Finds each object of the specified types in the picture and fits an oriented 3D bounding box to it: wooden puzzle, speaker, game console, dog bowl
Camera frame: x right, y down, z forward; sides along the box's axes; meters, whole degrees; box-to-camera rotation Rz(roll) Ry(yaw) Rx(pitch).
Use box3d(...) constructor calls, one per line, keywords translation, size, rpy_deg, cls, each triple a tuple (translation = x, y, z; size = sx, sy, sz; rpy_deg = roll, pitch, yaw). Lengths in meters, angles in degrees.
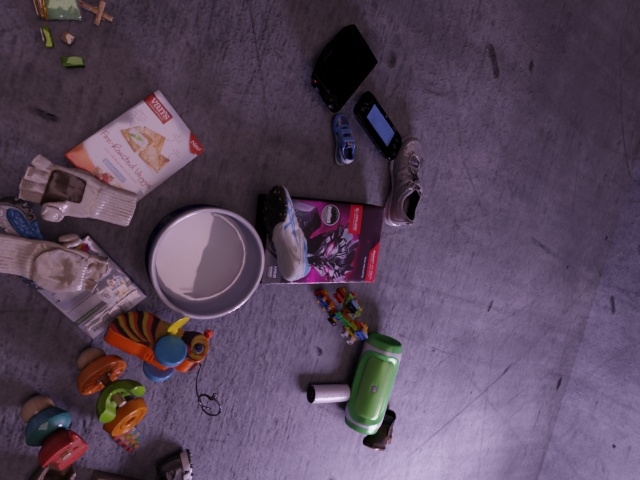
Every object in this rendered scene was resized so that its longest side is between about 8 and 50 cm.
box3d(translation=(-0.476, 0.487, 1.007), size=(0.049, 0.006, 0.083), rpy_deg=(-37, 116, -19), cls="wooden puzzle")
box3d(translation=(0.025, 0.479, 1.273), size=(0.136, 0.055, 0.055), rpy_deg=(10, 95, -32), cls="speaker")
box3d(translation=(0.127, -0.390, 1.133), size=(0.361, 0.044, 0.213), rpy_deg=(47, 65, -29), cls="game console")
box3d(translation=(-0.276, 0.047, 0.974), size=(0.265, 0.104, 0.265), rpy_deg=(-7, 104, -30), cls="dog bowl")
box3d(translation=(0.170, 0.459, 1.314), size=(0.131, 0.131, 0.297), rpy_deg=(14, 93, -32), cls="speaker")

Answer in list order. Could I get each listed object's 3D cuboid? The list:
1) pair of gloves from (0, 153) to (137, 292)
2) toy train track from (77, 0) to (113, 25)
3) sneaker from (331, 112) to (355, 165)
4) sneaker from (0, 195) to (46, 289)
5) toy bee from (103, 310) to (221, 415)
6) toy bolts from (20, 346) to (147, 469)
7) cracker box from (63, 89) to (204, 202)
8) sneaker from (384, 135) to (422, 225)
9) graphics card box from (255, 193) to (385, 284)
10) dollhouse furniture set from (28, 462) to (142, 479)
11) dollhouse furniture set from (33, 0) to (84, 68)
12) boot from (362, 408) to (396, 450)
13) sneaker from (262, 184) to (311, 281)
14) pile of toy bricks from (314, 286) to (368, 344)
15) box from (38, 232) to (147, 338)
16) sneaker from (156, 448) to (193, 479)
box3d(translation=(-0.490, -0.020, 0.780), size=(0.204, 0.042, 0.240), rpy_deg=(27, 83, -35), cls="pair of gloves")
box3d(translation=(-0.460, -0.463, 0.812), size=(0.083, 0.014, 0.048), rpy_deg=(20, 97, -26), cls="toy train track")
box3d(translation=(0.069, -0.283, 1.135), size=(0.053, 0.059, 0.144), rpy_deg=(-14, 105, -26), cls="sneaker")
box3d(translation=(-0.573, 0.004, 0.801), size=(0.071, 0.083, 0.191), rpy_deg=(-22, 108, -34), cls="sneaker")
box3d(translation=(-0.340, 0.257, 0.957), size=(0.298, 0.195, 0.162), rpy_deg=(57, 29, -17), cls="toy bee")
box3d(translation=(-0.528, 0.368, 0.908), size=(0.228, 0.158, 0.218), rpy_deg=(-37, 157, -30), cls="toy bolts")
box3d(translation=(-0.393, -0.191, 0.876), size=(0.232, 0.067, 0.156), rpy_deg=(-44, 119, -16), cls="cracker box")
box3d(translation=(0.278, -0.177, 1.247), size=(0.105, 0.115, 0.281), rpy_deg=(1, 100, -31), cls="sneaker")
box3d(translation=(0.000, 0.000, 1.134), size=(0.371, 0.094, 0.233), rpy_deg=(3, 100, -29), cls="graphics card box")
box3d(translation=(-0.483, 0.649, 0.844), size=(0.286, 0.303, 0.198), rpy_deg=(37, 69, -31), cls="dollhouse furniture set")
box3d(translation=(-0.492, -0.410, 0.770), size=(0.076, 0.058, 0.152), rpy_deg=(-12, 110, -23), cls="dollhouse furniture set")
box3d(translation=(0.201, 0.634, 1.371), size=(0.219, 0.082, 0.106), rpy_deg=(35, 70, -65), cls="boot")
box3d(translation=(-0.078, -0.020, 0.993), size=(0.086, 0.085, 0.237), rpy_deg=(-26, 110, -49), cls="sneaker")
box3d(translation=(0.085, 0.204, 1.234), size=(0.212, 0.118, 0.105), rpy_deg=(54, 40, -18), cls="pile of toy bricks")
box3d(translation=(-0.504, 0.101, 0.890), size=(0.145, 0.038, 0.186), rpy_deg=(-42, 119, -17), cls="box")
box3d(translation=(-0.384, 0.670, 1.063), size=(0.106, 0.078, 0.234), rpy_deg=(-6, 100, -27), cls="sneaker")
